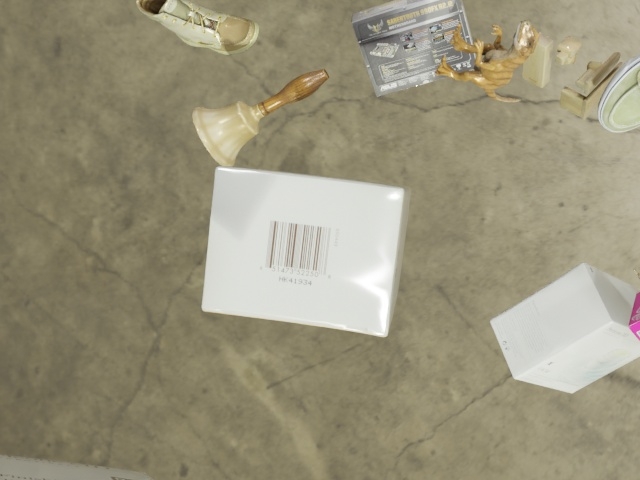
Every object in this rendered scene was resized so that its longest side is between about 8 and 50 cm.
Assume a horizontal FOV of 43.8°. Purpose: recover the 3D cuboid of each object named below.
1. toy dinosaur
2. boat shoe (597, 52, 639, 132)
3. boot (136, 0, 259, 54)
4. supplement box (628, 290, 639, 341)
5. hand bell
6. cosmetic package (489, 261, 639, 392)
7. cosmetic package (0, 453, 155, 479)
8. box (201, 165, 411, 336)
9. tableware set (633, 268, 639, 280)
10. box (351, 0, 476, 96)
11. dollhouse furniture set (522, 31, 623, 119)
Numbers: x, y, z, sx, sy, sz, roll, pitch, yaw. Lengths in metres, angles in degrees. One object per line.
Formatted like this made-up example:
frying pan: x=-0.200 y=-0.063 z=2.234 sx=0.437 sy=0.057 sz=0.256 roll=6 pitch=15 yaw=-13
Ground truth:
toy dinosaur: x=0.196 y=-0.196 z=0.937 sx=0.112 sy=0.211 sz=0.064 roll=26 pitch=84 yaw=4
boat shoe: x=0.588 y=-0.279 z=1.331 sx=0.109 sy=0.094 sz=0.302 roll=35 pitch=132 yaw=-11
boot: x=-0.243 y=-0.438 z=1.573 sx=0.213 sy=0.165 sz=0.077 roll=15 pitch=86 yaw=32
supplement box: x=0.596 y=0.165 z=1.234 sx=0.114 sy=0.111 sz=0.220 roll=-36 pitch=95 yaw=38
hand bell: x=-0.094 y=-0.240 z=1.417 sx=0.242 sy=0.126 sz=0.126 roll=-28 pitch=80 yaw=16
cosmetic package: x=0.497 y=0.176 z=1.539 sx=0.225 sy=0.224 sz=0.138 roll=-41 pitch=49 yaw=30
cosmetic package: x=-0.173 y=0.217 z=0.473 sx=0.184 sy=0.151 sz=0.151 roll=163 pitch=119 yaw=-66
box: x=0.000 y=0.000 z=1.033 sx=0.215 sy=0.345 sz=0.168 roll=7 pitch=95 yaw=7
tableware set: x=0.662 y=0.136 z=1.545 sx=0.020 sy=0.141 sz=0.168 roll=-28 pitch=42 yaw=28
box: x=0.201 y=-0.423 z=1.687 sx=0.231 sy=0.056 sz=0.183 roll=-14 pitch=123 yaw=15
dollhouse furniture set: x=0.501 y=-0.357 z=1.576 sx=0.151 sy=0.144 sz=0.123 roll=37 pitch=71 yaw=29
